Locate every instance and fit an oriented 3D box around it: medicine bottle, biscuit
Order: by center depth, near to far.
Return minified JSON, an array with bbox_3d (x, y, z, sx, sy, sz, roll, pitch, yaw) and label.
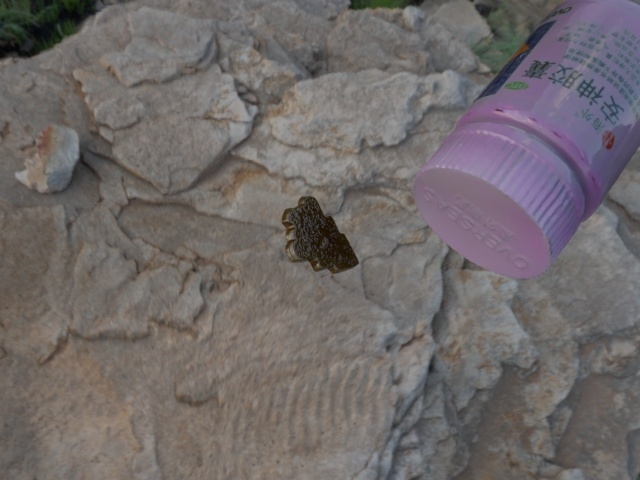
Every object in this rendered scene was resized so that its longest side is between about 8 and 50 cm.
[{"bbox_3d":[0.000,0.000,0.600,0.092,0.016,0.082,34,44,-27],"label":"biscuit"},{"bbox_3d":[0.251,-0.116,0.698,0.178,0.178,0.291,40,72,5],"label":"medicine bottle"}]
